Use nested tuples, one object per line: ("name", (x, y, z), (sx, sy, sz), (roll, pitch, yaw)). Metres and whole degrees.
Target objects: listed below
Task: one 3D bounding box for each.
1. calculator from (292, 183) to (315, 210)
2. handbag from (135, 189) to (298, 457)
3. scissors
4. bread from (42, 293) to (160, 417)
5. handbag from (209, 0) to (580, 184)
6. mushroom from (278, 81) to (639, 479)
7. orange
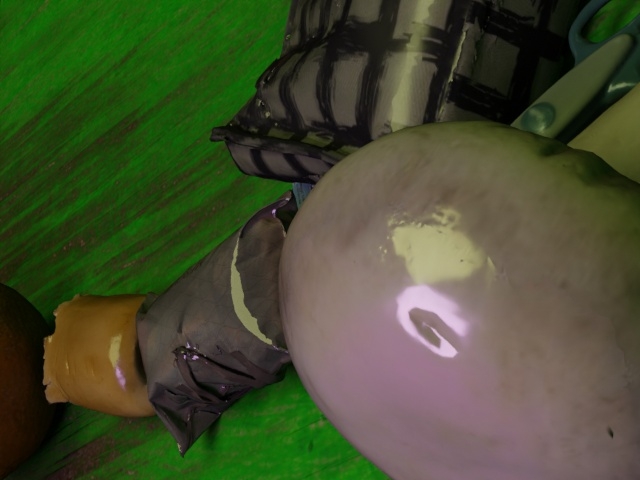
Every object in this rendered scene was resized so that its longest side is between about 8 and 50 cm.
("calculator", (0.000, 0.000, 1.265), (0.057, 0.018, 0.172), (-36, 47, 34))
("handbag", (-0.088, 0.084, 1.250), (0.270, 0.117, 0.183), (-35, 59, 45))
("scissors", (0.178, -0.088, 0.998), (0.289, 0.041, 0.138), (-45, 44, 0))
("bread", (-0.223, 0.120, 1.427), (0.173, 0.085, 0.134), (-6, 69, 50))
("handbag", (0.064, -0.195, 1.152), (0.327, 0.162, 0.325), (15, 90, 53))
("mushroom", (0.150, 0.051, 0.844), (0.356, 0.315, 0.315), (-19, 56, 14))
("orange", (-0.423, 0.163, 1.526), (0.264, 0.264, 0.264), (-25, 55, 43))
